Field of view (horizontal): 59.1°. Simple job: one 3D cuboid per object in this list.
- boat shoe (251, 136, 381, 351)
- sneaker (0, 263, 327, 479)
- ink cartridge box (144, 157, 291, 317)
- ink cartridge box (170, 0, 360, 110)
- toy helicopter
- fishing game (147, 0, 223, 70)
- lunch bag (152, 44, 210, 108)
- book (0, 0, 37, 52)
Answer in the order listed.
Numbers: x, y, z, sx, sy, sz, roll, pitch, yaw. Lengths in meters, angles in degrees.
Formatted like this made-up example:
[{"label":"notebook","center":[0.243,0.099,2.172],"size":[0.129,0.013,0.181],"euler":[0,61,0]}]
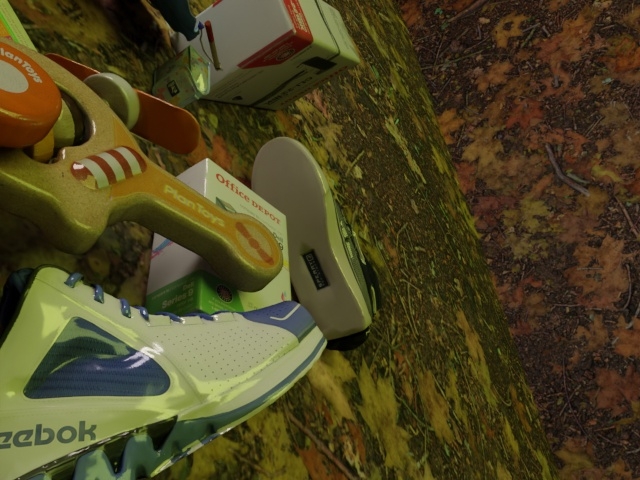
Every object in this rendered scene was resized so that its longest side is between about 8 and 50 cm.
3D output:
[{"label":"boat shoe","center":[0.000,0.000,0.919],"size":[0.158,0.127,0.341],"euler":[-23,96,-72]},{"label":"sneaker","center":[-0.150,0.089,0.447],"size":[0.315,0.127,0.182],"euler":[-26,83,-41]},{"label":"ink cartridge box","center":[-0.116,0.033,0.673],"size":[0.154,0.093,0.212],"euler":[38,34,-42]},{"label":"ink cartridge box","center":[-0.079,-0.321,0.951],"size":[0.273,0.197,0.114],"euler":[-20,86,-65]},{"label":"toy helicopter","center":[-0.180,-0.064,0.529],"size":[0.355,0.140,0.235],"euler":[34,30,-29]},{"label":"fishing game","center":[-0.221,-0.355,0.768],"size":[0.264,0.041,0.189],"euler":[47,-9,3]},{"label":"lunch bag","center":[-0.193,-0.218,0.782],"size":[0.053,0.071,0.083],"euler":[37,37,-49]},{"label":"book","center":[-0.334,-0.184,0.523],"size":[0.096,0.035,0.144],"euler":[60,25,-17]}]
